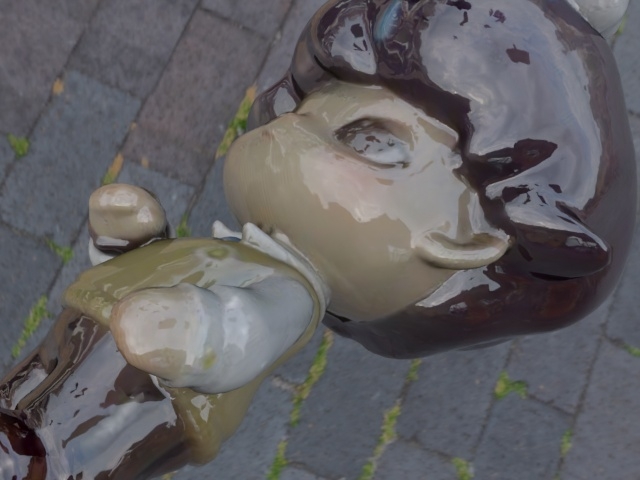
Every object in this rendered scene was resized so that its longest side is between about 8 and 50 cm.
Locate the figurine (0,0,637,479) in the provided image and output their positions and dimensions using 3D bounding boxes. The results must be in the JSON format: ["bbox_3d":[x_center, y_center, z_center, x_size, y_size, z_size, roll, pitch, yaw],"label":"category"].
[{"bbox_3d":[-0.013,-0.015,0.509,0.365,0.218,0.206,-20,89,-27],"label":"figurine"}]
